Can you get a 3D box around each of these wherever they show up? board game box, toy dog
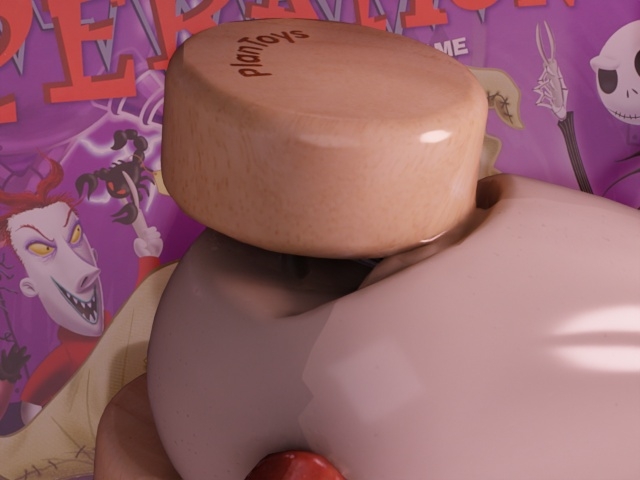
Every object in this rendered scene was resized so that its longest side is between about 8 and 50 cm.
[{"bbox_3d":[0.000,0.000,0.495,0.346,0.056,0.208,-8,93,-4],"label":"board game box"},{"bbox_3d":[0.091,0.047,0.375,0.333,0.161,0.220,-10,120,7],"label":"toy dog"}]
